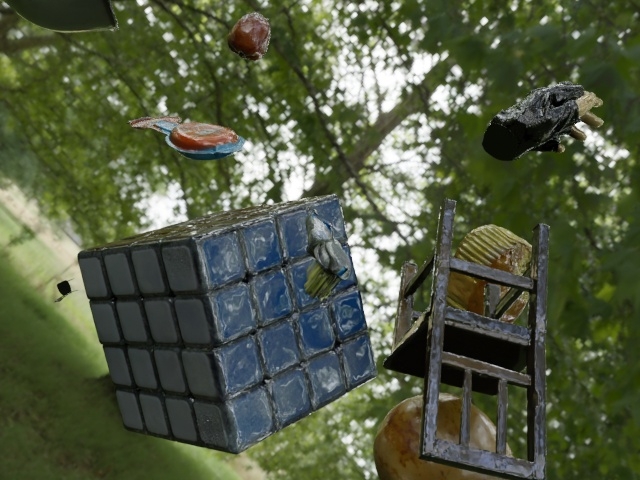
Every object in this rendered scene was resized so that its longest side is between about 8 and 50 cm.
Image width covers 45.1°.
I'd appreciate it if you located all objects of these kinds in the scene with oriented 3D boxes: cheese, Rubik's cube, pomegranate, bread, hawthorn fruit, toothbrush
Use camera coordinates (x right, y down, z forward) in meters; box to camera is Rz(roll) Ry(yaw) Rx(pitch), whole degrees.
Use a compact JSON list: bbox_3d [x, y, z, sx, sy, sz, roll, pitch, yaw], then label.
[{"bbox_3d":[-0.205,-0.163,1.178,0.256,0.106,0.037,26,-56,45],"label":"cheese"},{"bbox_3d":[-0.157,0.128,1.318,0.343,0.344,0.337,-5,-81,46],"label":"Rubik's cube"},{"bbox_3d":[0.205,0.372,1.297,0.248,0.248,0.248,42,-15,14],"label":"pomegranate"},{"bbox_3d":[0.381,0.098,1.723,0.179,0.250,0.133,4,24,-35],"label":"bread"},{"bbox_3d":[-0.134,-0.401,1.499,0.081,0.093,0.081,22,-6,2],"label":"hawthorn fruit"},{"bbox_3d":[0.000,0.000,0.809,0.035,0.042,0.413,41,6,-6],"label":"toothbrush"}]

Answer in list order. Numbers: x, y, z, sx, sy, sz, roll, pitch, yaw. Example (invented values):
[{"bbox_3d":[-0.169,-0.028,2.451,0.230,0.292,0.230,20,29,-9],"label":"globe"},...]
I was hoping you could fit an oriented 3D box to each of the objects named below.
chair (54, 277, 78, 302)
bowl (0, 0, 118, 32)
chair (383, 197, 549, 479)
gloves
[{"bbox_3d":[-0.660,0.126,1.985,0.042,0.037,0.086,63,14,-8],"label":"chair"},{"bbox_3d":[-0.457,-0.482,1.200,0.354,0.185,0.354,162,-90,-81],"label":"bowl"},{"bbox_3d":[0.223,0.184,1.202,0.203,0.416,0.240,16,-32,-6],"label":"chair"},{"bbox_3d":[0.410,-0.214,1.374,0.124,0.203,0.164,61,-17,2],"label":"gloves"}]
